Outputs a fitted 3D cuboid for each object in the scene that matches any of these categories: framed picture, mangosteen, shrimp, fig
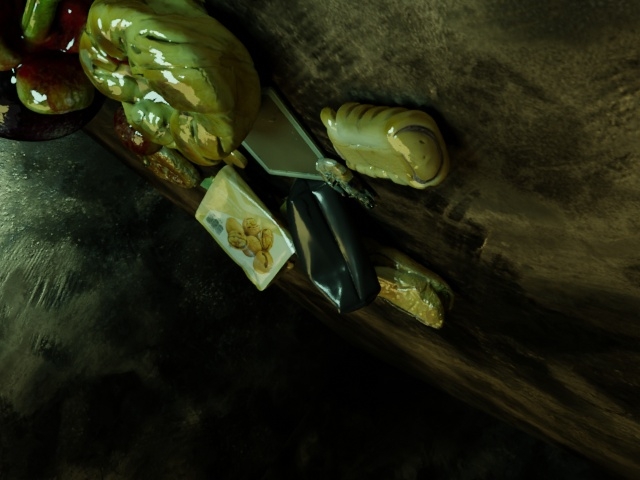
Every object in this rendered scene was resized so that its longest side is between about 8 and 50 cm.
[{"bbox_3d":[-0.104,-0.222,1.276,0.231,0.018,0.293,12,156,39],"label":"framed picture"},{"bbox_3d":[-0.586,-0.395,1.242,0.436,0.381,0.382,3,149,40],"label":"mangosteen"},{"bbox_3d":[0.053,-0.120,1.275,0.161,0.034,0.091,40,161,-24],"label":"shrimp"},{"bbox_3d":[-0.550,-0.316,1.892,0.170,0.145,0.274,35,154,5],"label":"fig"}]

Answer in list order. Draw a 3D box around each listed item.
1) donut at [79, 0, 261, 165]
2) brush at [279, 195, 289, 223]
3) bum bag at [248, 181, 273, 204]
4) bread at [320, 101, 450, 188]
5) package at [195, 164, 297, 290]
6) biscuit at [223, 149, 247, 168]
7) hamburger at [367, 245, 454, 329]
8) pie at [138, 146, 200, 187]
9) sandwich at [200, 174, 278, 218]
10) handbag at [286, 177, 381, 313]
[{"bbox_3d":[-0.266,-0.290,1.084,0.361,0.170,0.360,28,156,14],"label":"donut"},{"bbox_3d":[-0.006,-0.017,1.793,0.313,0.067,0.072,39,167,-26],"label":"brush"},{"bbox_3d":[-0.189,-0.144,1.844,0.087,0.049,0.198,30,171,-13],"label":"bum bag"},{"bbox_3d":[0.094,-0.154,0.935,0.225,0.081,0.134,25,159,48],"label":"bread"},{"bbox_3d":[-0.176,-0.051,1.745,0.311,0.165,0.221,45,129,9],"label":"package"},{"bbox_3d":[-0.282,-0.259,1.677,0.240,0.035,0.158,27,168,36],"label":"biscuit"},{"bbox_3d":[0.215,0.096,1.516,0.262,0.124,0.130,28,148,13],"label":"hamburger"},{"bbox_3d":[-0.567,-0.294,2.207,0.315,0.092,0.315,33,166,9],"label":"pie"},{"bbox_3d":[-0.239,-0.111,1.933,0.245,0.063,0.212,31,-176,-37],"label":"sandwich"},{"bbox_3d":[0.000,0.000,1.506,0.288,0.152,0.342,-161,48,-78],"label":"handbag"}]
